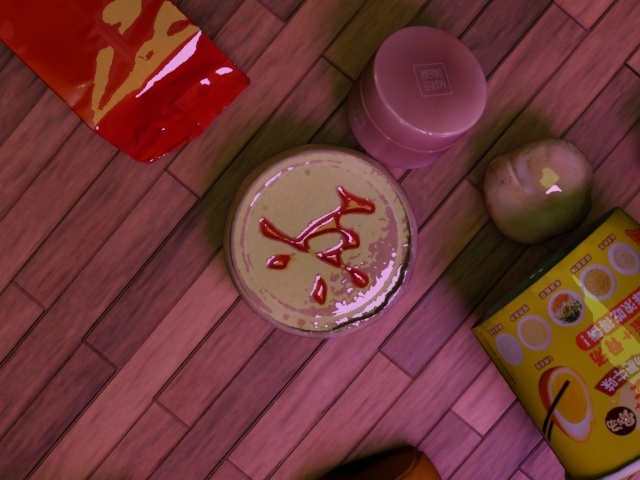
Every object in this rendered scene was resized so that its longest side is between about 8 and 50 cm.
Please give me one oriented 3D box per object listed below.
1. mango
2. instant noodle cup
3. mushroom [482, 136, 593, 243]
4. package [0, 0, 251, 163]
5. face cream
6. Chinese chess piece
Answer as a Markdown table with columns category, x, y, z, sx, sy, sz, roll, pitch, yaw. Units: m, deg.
| category | x | y | z | sx | sy | sz | roll | pitch | yaw |
| --- | --- | --- | --- | --- | --- | --- | --- | --- | --- |
| mango | 0.063 | 0.385 | 1.131 | 0.236 | 0.136 | 0.166 | -19 | 96 | 7 |
| instant noodle cup | 0.341 | 0.114 | 1.045 | 0.311 | 0.311 | 0.221 | -41 | 83 | 3 |
| mushroom | 0.276 | -0.063 | 1.111 | 0.148 | 0.112 | 0.148 | 5 | 117 | 11 |
| package | -0.300 | -0.291 | 1.098 | 0.196 | 0.123 | 0.423 | -44 | 91 | 5 |
| face cream | 0.117 | -0.175 | 1.083 | 0.149 | 0.104 | 0.149 | 6 | 70 | -16 |
| Chinese chess piece | 0.000 | 0.000 | 1.124 | 0.249 | 0.103 | 0.250 | 0 | 94 | -2 |
